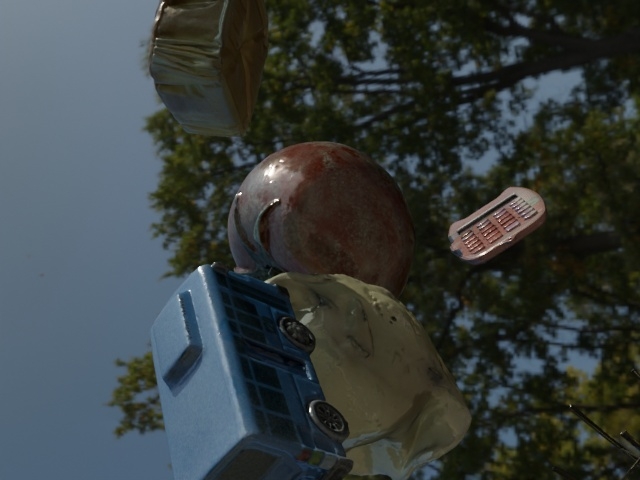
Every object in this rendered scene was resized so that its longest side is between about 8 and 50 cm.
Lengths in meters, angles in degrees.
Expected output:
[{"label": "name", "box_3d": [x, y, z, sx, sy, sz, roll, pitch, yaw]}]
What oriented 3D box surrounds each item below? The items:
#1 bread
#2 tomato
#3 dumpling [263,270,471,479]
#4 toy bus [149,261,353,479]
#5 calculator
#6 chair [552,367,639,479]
[{"label": "bread", "box_3d": [-0.140, -0.249, 1.143, 0.210, 0.109, 0.192, 70, -150, -72]}, {"label": "tomato", "box_3d": [0.000, 0.000, 1.466, 0.282, 0.316, 0.317, -37, -67, -29]}, {"label": "dumpling", "box_3d": [0.023, 0.175, 1.152, 0.318, 0.243, 0.187, 35, -157, -7]}, {"label": "toy bus", "box_3d": [-0.073, 0.131, 0.809, 0.133, 0.116, 0.234, 24, -154, -33]}, {"label": "calculator", "box_3d": [0.378, -0.028, 1.945, 0.048, 0.220, 0.330, 56, -172, -10]}, {"label": "chair", "box_3d": [0.489, 0.349, 1.259, 0.325, 0.170, 0.160, 41, -140, -4]}]
